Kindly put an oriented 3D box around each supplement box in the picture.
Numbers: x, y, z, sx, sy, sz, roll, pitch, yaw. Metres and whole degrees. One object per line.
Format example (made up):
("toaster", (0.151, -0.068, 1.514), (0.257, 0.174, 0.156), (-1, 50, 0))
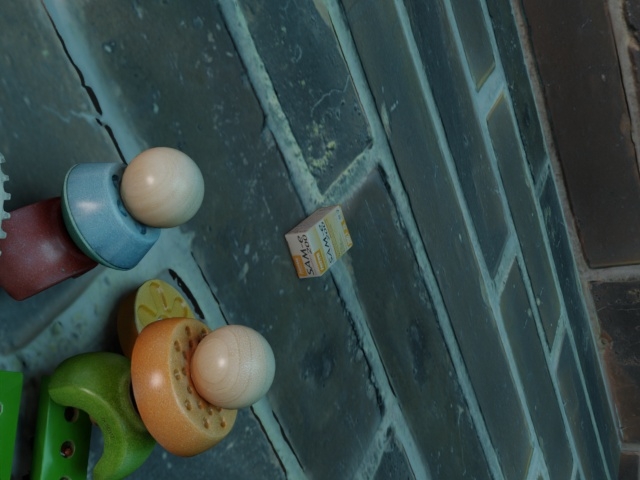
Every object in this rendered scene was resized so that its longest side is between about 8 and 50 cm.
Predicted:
("supplement box", (0.000, 0.000, 0.913), (0.098, 0.036, 0.062), (-42, 119, -52))

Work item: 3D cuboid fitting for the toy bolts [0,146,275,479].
("toy bolts", (-0.122, 0.036, 0.561), (0.229, 0.158, 0.218), (64, 17, -10))

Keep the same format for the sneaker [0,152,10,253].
("sneaker", (-0.289, -0.090, 0.424), (0.146, 0.102, 0.294), (-2, 81, -54))

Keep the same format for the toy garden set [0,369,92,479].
("toy garden set", (-0.265, 0.184, 0.449), (0.244, 0.049, 0.204), (25, 62, -55))
